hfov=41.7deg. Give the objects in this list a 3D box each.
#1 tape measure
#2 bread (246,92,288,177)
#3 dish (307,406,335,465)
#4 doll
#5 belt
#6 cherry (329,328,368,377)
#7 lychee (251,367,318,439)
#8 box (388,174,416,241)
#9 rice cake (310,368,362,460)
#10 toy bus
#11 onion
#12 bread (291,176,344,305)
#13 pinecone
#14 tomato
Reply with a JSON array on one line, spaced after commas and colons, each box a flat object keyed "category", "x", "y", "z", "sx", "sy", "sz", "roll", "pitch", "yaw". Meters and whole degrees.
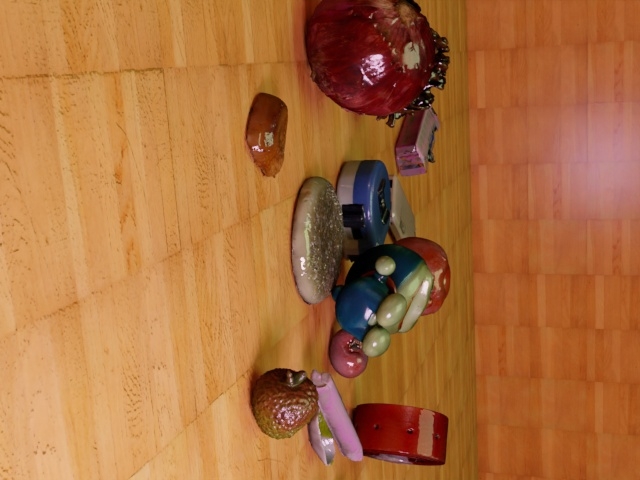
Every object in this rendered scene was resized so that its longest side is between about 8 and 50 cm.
[{"category": "tape measure", "x": 0.121, "y": -0.119, "z": 1.982, "sx": 0.351, "sy": 0.098, "sz": 0.215, "roll": -71, "pitch": 155, "yaw": -48}, {"category": "bread", "x": -0.083, "y": -0.183, "z": 1.447, "sx": 0.126, "sy": 0.044, "sz": 0.129, "roll": 63, "pitch": 29, "yaw": -56}, {"category": "dish", "x": -0.002, "y": 0.391, "z": 1.702, "sx": 0.091, "sy": 0.039, "sz": 0.137, "roll": -37, "pitch": 122, "yaw": -67}, {"category": "doll", "x": 0.132, "y": 0.111, "z": 1.783, "sx": 0.198, "sy": 0.186, "sz": 0.322, "roll": -65, "pitch": 163, "yaw": 17}, {"category": "belt", "x": 0.185, "y": 0.458, "z": 1.979, "sx": 0.324, "sy": 0.227, "sz": 0.115, "roll": 76, "pitch": 23, "yaw": -70}, {"category": "cherry", "x": 0.061, "y": 0.249, "z": 1.818, "sx": 0.106, "sy": 0.087, "sz": 0.126, "roll": -76, "pitch": 176, "yaw": -53}, {"category": "lychee", "x": -0.060, "y": 0.270, "z": 1.411, "sx": 0.114, "sy": 0.114, "sz": 0.146, "roll": -60, "pitch": 170, "yaw": -56}, {"category": "box", "x": 0.228, "y": -0.064, "z": 2.378, "sx": 0.285, "sy": 0.044, "sz": 0.142, "roll": 55, "pitch": 37, "yaw": -59}, {"category": "rice cake", "x": 0.033, "y": 0.352, "z": 1.673, "sx": 0.055, "sy": 0.049, "sz": 0.270, "roll": -73, "pitch": 151, "yaw": -45}, {"category": "toy bus", "x": 0.290, "y": -0.304, "z": 2.487, "sx": 0.274, "sy": 0.090, "sz": 0.112, "roll": -70, "pitch": 144, "yaw": -49}, {"category": "onion", "x": 0.095, "y": -0.383, "z": 1.681, "sx": 0.276, "sy": 0.276, "sz": 0.276, "roll": 0, "pitch": 90, "yaw": -72}, {"category": "bread", "x": 0.000, "y": 0.000, "z": 1.700, "sx": 0.267, "sy": 0.040, "sz": 0.267, "roll": 1, "pitch": 90, "yaw": -72}, {"category": "pinecone", "x": 0.195, "y": -0.405, "z": 1.967, "sx": 0.243, "sy": 0.244, "sz": 0.257, "roll": 31, "pitch": 51, "yaw": -69}, {"category": "tomato", "x": 0.239, "y": 0.095, "z": 2.188, "sx": 0.208, "sy": 0.184, "sz": 0.208, "roll": 7, "pitch": 90, "yaw": -70}]
